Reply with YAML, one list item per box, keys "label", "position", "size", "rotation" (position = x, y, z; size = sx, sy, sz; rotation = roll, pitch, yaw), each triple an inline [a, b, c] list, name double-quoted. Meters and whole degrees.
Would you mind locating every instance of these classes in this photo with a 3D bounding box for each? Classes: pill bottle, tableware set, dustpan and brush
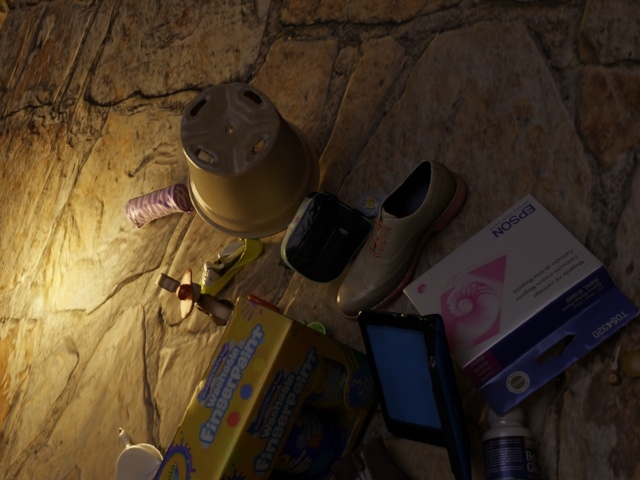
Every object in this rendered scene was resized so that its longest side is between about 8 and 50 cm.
- label: "pill bottle"
  position: [0.341, 0.389, 1.531]
  size: [0.094, 0.094, 0.169]
  rotation: [-18, 60, 30]
- label: "tableware set"
  position: [0.574, 0.248, 1.472]
  size: [0.154, 0.024, 0.104]
  rotation: [12, 80, 39]
- label: "dustpan and brush"
  position: [-0.465, 0.538, 2.103]
  size: [0.147, 0.060, 0.211]
  rotation: [-49, 56, 6]

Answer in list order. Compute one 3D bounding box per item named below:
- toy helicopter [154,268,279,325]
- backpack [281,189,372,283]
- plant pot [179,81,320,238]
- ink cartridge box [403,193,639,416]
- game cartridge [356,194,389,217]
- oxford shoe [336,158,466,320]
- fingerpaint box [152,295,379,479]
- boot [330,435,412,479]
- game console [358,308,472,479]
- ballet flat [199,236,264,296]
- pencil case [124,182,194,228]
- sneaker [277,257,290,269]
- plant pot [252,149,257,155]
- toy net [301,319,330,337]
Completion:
- label: "toy helicopter"
  position: [-0.287, 0.146, 2.025]
  size: [0.355, 0.235, 0.140]
  rotation: [21, 83, 41]
- label: "backpack"
  position: [0.000, 0.000, 1.917]
  size: [0.188, 0.166, 0.144]
  rotation: [-61, 15, -9]
- label: "plant pot"
  position: [-0.183, -0.203, 1.983]
  size: [0.334, 0.305, 0.333]
  rotation: [-2, 74, 6]
- label: "ink cartridge box"
  position: [0.367, 0.110, 1.609]
  size: [0.324, 0.071, 0.330]
  rotation: [-38, 44, 3]
- label: "game cartridge"
  position: [0.120, -0.079, 1.972]
  size: [0.083, 0.017, 0.056]
  rotation: [1, 74, 37]
- label: "oxford shoe"
  position: [0.144, -0.008, 1.831]
  size: [0.140, 0.146, 0.397]
  rotation: [36, 93, 41]
- label: "fingerpaint box"
  position: [-0.089, 0.384, 1.676]
  size: [0.163, 0.371, 0.444]
  rotation: [20, 81, 41]
- label: "boot"
  position: [0.075, 0.530, 1.655]
  size: [0.248, 0.090, 0.207]
  rotation: [-37, 61, 1]
- label: "game console"
  position: [0.168, 0.293, 1.565]
  size: [0.173, 0.293, 0.250]
  rotation: [-11, 19, 13]
- label: "ballet flat"
  position: [-0.244, 0.062, 2.137]
  size: [0.231, 0.077, 0.077]
  rotation: [-39, 52, 17]
- label: "pencil case"
  position: [-0.452, -0.095, 2.367]
  size: [0.206, 0.086, 0.088]
  rotation: [-16, 95, 33]
- label: "sneaker"
  position: [-0.043, -0.014, 2.039]
  size: [0.089, 0.051, 0.170]
  rotation: [2, 74, 33]
- label: "plant pot"
  position: [-0.183, -0.184, 2.203]
  size: [0.081, 0.083, 0.081]
  rotation: [-36, 53, 18]
- label: "toy net"
  position: [-0.052, 0.292, 1.906]
  size: [0.122, 0.045, 0.232]
  rotation: [10, 76, 39]
